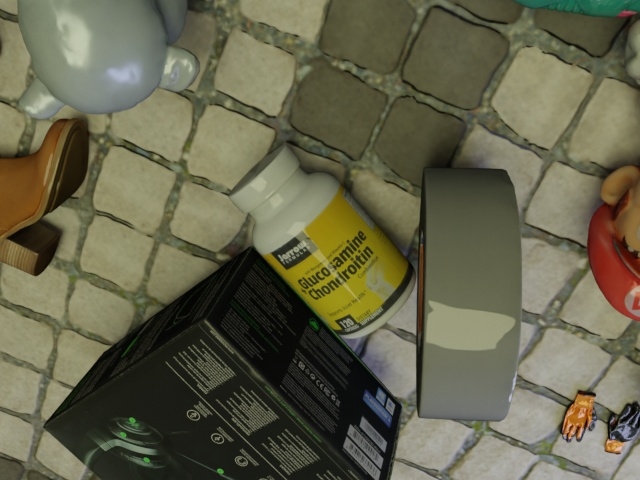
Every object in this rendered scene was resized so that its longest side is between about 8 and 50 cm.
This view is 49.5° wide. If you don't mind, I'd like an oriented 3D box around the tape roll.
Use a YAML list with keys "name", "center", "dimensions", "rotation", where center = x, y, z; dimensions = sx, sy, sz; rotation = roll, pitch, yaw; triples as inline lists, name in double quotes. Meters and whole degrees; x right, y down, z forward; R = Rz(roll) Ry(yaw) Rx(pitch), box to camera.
- name: "tape roll"
  center: [0.123, 0.046, 0.611]
  dimensions: [0.072, 0.219, 0.219]
  rotation: [2, 116, 6]

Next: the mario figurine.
- name: "mario figurine"
  center: [0.327, -0.068, 0.540]
  dimensions: [0.170, 0.198, 0.320]
  rotation: [7, 117, -37]

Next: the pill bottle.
- name: "pill bottle"
  center: [0.000, 0.000, 0.671]
  dimensions: [0.103, 0.103, 0.184]
  rotation: [-37, 106, 23]

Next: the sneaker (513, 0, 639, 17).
- name: "sneaker"
  center: [0.249, -0.285, 0.478]
  dimensions: [0.178, 0.124, 0.295]
  rotation: [23, 125, 3]

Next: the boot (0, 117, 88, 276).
- name: "boot"
  center: [-0.332, -0.067, 0.710]
  dimensions: [0.152, 0.073, 0.197]
  rotation: [29, 114, -2]

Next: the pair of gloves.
- name: "pair of gloves"
  center: [0.314, 0.205, 0.776]
  dimensions: [0.083, 0.010, 0.074]
  rotation: [12, 117, 2]

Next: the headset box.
- name: "headset box"
  center: [-0.104, 0.189, 0.724]
  dimensions: [0.283, 0.131, 0.246]
  rotation: [-35, 105, 29]

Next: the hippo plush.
- name: "hippo plush"
  center: [-0.159, -0.220, 0.510]
  dimensions: [0.234, 0.294, 0.236]
  rotation: [-15, 129, 10]
